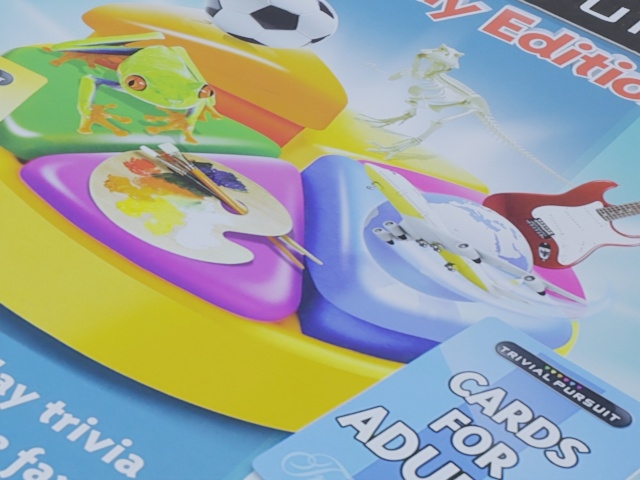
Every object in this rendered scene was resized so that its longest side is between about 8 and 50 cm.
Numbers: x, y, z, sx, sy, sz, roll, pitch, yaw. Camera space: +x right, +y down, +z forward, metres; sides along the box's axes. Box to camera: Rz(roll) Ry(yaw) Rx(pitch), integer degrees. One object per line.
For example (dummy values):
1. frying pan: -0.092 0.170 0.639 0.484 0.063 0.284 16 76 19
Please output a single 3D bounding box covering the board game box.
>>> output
1. board game box: 0.000 0.000 0.472 0.254 0.336 0.079 28 130 21
